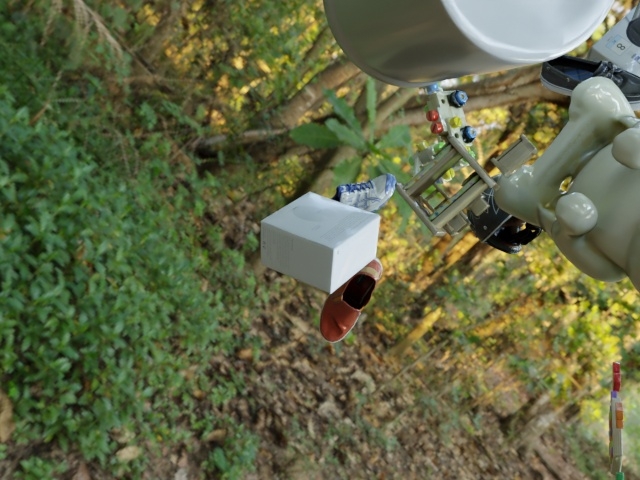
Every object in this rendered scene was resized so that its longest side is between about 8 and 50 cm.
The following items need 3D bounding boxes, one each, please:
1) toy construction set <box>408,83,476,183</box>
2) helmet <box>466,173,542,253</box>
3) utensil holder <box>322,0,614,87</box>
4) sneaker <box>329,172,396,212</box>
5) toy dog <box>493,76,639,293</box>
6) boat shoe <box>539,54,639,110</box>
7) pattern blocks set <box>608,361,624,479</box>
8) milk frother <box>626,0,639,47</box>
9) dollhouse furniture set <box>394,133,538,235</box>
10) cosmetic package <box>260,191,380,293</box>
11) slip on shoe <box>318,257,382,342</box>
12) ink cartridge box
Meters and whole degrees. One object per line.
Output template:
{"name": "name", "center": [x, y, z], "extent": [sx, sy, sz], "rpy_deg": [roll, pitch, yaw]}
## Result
{"name": "toy construction set", "center": [0.308, -0.307, 1.815], "extent": [0.151, 0.215, 0.327], "rpy_deg": [3, -78, 57]}
{"name": "helmet", "center": [0.395, -0.063, 1.474], "extent": [0.162, 0.169, 0.169], "rpy_deg": [22, 11, -13]}
{"name": "utensil holder", "center": [0.213, -0.410, 1.064], "extent": [0.327, 0.327, 0.385], "rpy_deg": [45, -5, -19]}
{"name": "sneaker", "center": [0.123, -0.152, 2.399], "extent": [0.131, 0.296, 0.112], "rpy_deg": [48, 11, -32]}
{"name": "toy dog", "center": [0.522, -0.016, 1.089], "extent": [0.395, 0.284, 0.408], "rpy_deg": [42, 12, -25]}
{"name": "boat shoe", "center": [0.541, -0.320, 1.346], "extent": [0.228, 0.080, 0.076], "rpy_deg": [26, -18, 30]}
{"name": "pattern blocks set", "center": [0.790, 0.524, 1.848], "extent": [0.325, 0.026, 0.285], "rpy_deg": [-67, 150, -47]}
{"name": "milk frother", "center": [0.661, -0.448, 1.280], "extent": [0.129, 0.134, 0.143], "rpy_deg": [21, -23, 16]}
{"name": "dollhouse furniture set", "center": [0.224, -0.103, 1.030], "extent": [0.101, 0.182, 0.161], "rpy_deg": [52, 17, 14]}
{"name": "cosmetic package", "center": [0.000, 0.000, 1.780], "extent": [0.225, 0.138, 0.224], "rpy_deg": [20, 34, 29]}
{"name": "slip on shoe", "center": [0.086, 0.194, 2.140], "extent": [0.123, 0.331, 0.101], "rpy_deg": [28, 27, -6]}
{"name": "ink cartridge box", "center": [0.983, -0.493, 1.880], "extent": [0.385, 0.308, 0.091], "rpy_deg": [46, -8, 22]}
